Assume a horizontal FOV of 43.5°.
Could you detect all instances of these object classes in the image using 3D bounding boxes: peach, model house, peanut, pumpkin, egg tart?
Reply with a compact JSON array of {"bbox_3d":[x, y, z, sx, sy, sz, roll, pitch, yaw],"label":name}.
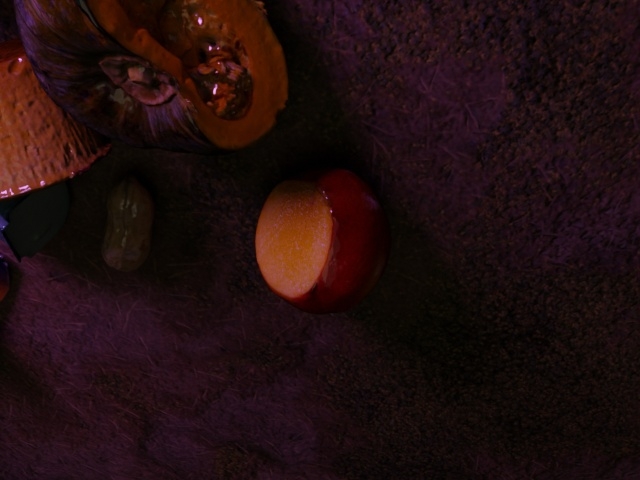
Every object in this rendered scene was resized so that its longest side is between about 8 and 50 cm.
[{"bbox_3d":[0.000,0.000,1.077,0.190,0.190,0.192,-14,143,17],"label":"peach"},{"bbox_3d":[-0.446,-0.068,1.122,0.148,0.119,0.148,32,155,8],"label":"model house"},{"bbox_3d":[-0.277,-0.019,1.154,0.080,0.080,0.175,12,133,-6],"label":"peanut"},{"bbox_3d":[-0.202,-0.244,0.888,0.232,0.242,0.325,6,145,41],"label":"pumpkin"},{"bbox_3d":[-0.375,-0.142,0.977,0.215,0.215,0.171,-6,120,10],"label":"egg tart"}]

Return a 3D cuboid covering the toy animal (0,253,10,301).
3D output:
[{"bbox_3d":[-0.665,0.120,1.288,0.284,0.225,0.302,21,145,11],"label":"toy animal"}]
